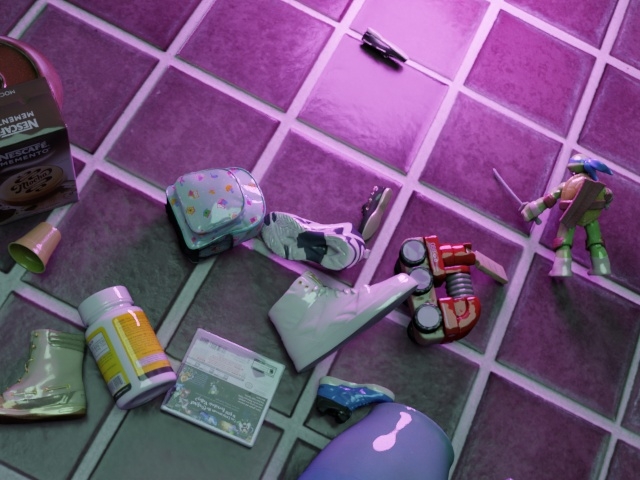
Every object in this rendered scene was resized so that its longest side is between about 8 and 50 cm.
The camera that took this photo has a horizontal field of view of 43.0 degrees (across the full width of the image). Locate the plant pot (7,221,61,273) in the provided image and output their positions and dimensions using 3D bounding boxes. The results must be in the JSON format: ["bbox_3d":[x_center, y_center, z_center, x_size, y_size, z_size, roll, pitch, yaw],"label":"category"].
[{"bbox_3d":[-0.550,0.008,1.587,0.083,0.083,0.079,29,51,1],"label":"plant pot"}]

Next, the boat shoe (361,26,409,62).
[{"bbox_3d":[0.155,-0.462,1.954,0.125,0.038,0.046,35,23,-2],"label":"boat shoe"}]

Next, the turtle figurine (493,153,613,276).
[{"bbox_3d":[0.561,-0.052,1.833,0.198,0.274,0.266,0,87,-36],"label":"turtle figurine"}]

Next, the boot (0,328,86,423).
[{"bbox_3d":[-0.536,0.246,1.483,0.213,0.077,0.165,1,68,-17],"label":"boot"}]

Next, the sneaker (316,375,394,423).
[{"bbox_3d":[0.066,0.322,1.588,0.152,0.058,0.084,13,59,-2],"label":"sneaker"}]

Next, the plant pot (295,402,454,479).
[{"bbox_3d":[0.107,0.442,1.451,0.271,0.272,0.255,38,50,5],"label":"plant pot"}]

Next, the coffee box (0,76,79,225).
[{"bbox_3d":[-0.562,-0.159,1.527,0.168,0.297,0.119,-21,73,-19],"label":"coffee box"}]

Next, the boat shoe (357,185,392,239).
[{"bbox_3d":[0.111,-0.060,1.773,0.042,0.049,0.133,17,69,26],"label":"boat shoe"}]

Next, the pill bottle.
[{"bbox_3d":[-0.364,0.197,1.517,0.119,0.119,0.208,-24,74,-20],"label":"pill bottle"}]

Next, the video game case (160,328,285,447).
[{"bbox_3d":[-0.186,0.284,1.572,0.190,0.022,0.173,24,64,-2],"label":"video game case"}]

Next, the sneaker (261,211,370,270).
[{"bbox_3d":[0.000,0.000,1.705,0.235,0.153,0.094,12,95,32],"label":"sneaker"}]

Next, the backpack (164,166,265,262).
[{"bbox_3d":[-0.205,-0.066,1.651,0.188,0.144,0.166,-18,68,-21],"label":"backpack"}]

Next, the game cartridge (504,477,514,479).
[{"bbox_3d":[0.333,0.652,1.508,0.230,0.068,0.355,41,65,11],"label":"game cartridge"}]

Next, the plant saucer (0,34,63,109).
[{"bbox_3d":[-0.703,-0.315,1.703,0.310,0.050,0.311,5,67,-11],"label":"plant saucer"}]

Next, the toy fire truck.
[{"bbox_3d":[0.292,0.100,1.700,0.246,0.158,0.217,-8,69,-4],"label":"toy fire truck"}]

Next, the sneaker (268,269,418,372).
[{"bbox_3d":[0.033,0.112,1.602,0.292,0.108,0.169,-34,74,5],"label":"sneaker"}]
